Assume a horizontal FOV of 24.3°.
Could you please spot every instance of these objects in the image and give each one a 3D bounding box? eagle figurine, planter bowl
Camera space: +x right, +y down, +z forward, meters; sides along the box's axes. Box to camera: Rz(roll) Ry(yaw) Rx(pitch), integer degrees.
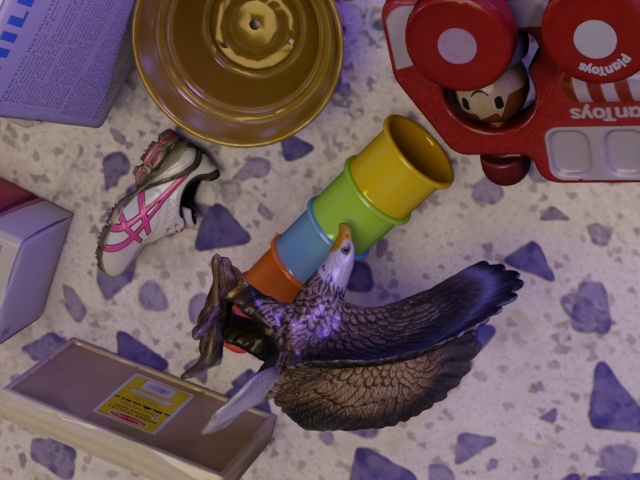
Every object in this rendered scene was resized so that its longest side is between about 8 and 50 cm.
[{"bbox_3d":[0.028,0.093,1.453,0.298,0.226,0.225,16,107,-3],"label":"eagle figurine"},{"bbox_3d":[-0.075,-0.210,1.503,0.217,0.090,0.217,4,112,9],"label":"planter bowl"}]

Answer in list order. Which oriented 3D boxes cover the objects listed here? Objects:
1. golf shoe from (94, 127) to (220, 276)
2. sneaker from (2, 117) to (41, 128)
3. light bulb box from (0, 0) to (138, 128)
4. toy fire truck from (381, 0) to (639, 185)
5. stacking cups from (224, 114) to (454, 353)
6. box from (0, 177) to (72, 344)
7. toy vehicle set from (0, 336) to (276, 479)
[{"bbox_3d":[-0.181,-0.026,1.618,0.086,0.067,0.186,35,114,5],"label":"golf shoe"},{"bbox_3d":[-0.309,-0.156,1.638,0.152,0.054,0.061,8,125,20],"label":"sneaker"},{"bbox_3d":[-0.371,-0.285,1.421,0.358,0.361,0.225,27,97,10],"label":"light bulb box"},{"bbox_3d":[0.216,-0.158,1.396,0.302,0.169,0.254,-1,125,21],"label":"toy fire truck"},{"bbox_3d":[0.000,0.000,1.559,0.096,0.096,0.316,48,120,0],"label":"stacking cups"},{"bbox_3d":[-0.423,-0.001,1.679,0.232,0.127,0.149,26,113,10],"label":"box"},{"bbox_3d":[-0.199,0.194,1.639,0.267,0.166,0.035,20,112,13],"label":"toy vehicle set"}]
